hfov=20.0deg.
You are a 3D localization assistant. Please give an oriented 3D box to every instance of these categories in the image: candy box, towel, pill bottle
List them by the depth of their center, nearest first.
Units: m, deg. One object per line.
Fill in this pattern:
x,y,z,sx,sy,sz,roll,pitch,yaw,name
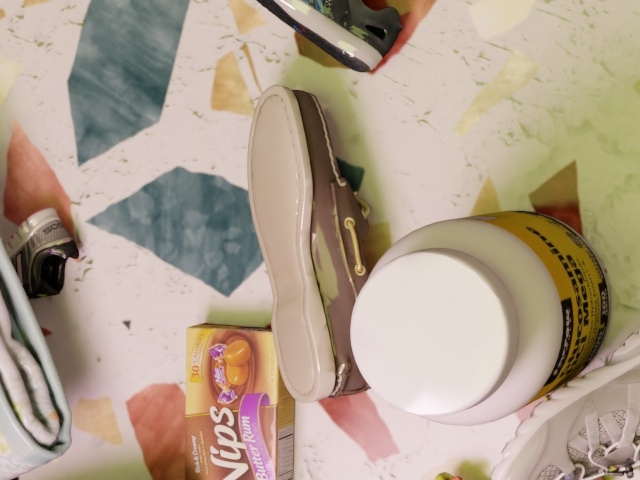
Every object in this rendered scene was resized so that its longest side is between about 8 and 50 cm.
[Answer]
0.148,0.070,1.680,0.188,0.334,0.188,1,94,20,pill bottle
-0.086,0.184,1.925,0.109,0.053,0.186,3,93,20,candy box
-0.441,0.102,1.991,0.320,0.090,0.374,-25,83,43,towel

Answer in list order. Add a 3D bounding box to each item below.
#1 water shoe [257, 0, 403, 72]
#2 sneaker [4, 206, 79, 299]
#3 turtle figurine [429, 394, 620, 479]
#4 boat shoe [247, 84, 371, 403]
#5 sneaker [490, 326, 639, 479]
-0.005,-0.255,1.871,0.203,0.073,0.080,39,83,10,water shoe
-0.327,0.048,2.000,0.075,0.063,0.170,42,101,20,sneaker
0.230,0.278,1.792,0.269,0.087,0.217,32,94,32,turtle figurine
0.000,0.000,1.860,0.116,0.097,0.324,-15,83,61,boat shoe
0.275,0.180,1.698,0.281,0.105,0.115,-39,68,-4,sneaker
